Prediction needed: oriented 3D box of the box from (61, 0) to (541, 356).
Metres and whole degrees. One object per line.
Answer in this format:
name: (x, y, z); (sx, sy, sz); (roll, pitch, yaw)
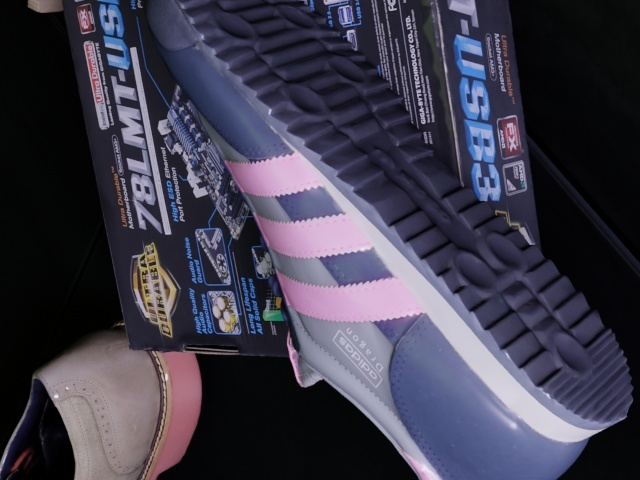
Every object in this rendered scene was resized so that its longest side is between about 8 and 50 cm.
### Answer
box: (-0.023, -0.080, 0.809); (0.293, 0.073, 0.296); (-3, 99, 45)

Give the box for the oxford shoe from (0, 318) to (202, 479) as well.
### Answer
oxford shoe: (-0.197, 0.201, 1.057); (0.123, 0.130, 0.348); (40, 128, 34)

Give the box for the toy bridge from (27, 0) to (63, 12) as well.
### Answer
toy bridge: (-0.146, -0.169, 0.971); (0.188, 0.026, 0.063); (29, 121, 40)

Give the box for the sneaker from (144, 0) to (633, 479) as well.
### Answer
sneaker: (0.000, 0.000, 0.685); (0.319, 0.112, 0.131); (52, 126, 20)
